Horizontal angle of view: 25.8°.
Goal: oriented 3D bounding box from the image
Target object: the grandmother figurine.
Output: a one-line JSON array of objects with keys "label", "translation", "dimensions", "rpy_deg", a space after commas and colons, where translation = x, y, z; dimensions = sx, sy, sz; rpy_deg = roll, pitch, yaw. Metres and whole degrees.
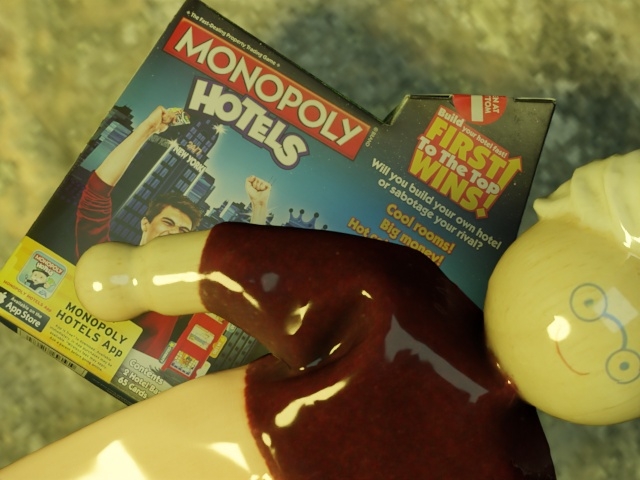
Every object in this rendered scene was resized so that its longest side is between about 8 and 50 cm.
[{"label": "grandmother figurine", "translation": [-0.002, 0.083, 0.466], "dimensions": [0.342, 0.104, 0.208], "rpy_deg": [-32, 108, 11]}]

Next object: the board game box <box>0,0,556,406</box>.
[{"label": "board game box", "translation": [0.000, 0.000, 0.565], "dimensions": [0.194, 0.060, 0.194], "rpy_deg": [34, 75, -5]}]
